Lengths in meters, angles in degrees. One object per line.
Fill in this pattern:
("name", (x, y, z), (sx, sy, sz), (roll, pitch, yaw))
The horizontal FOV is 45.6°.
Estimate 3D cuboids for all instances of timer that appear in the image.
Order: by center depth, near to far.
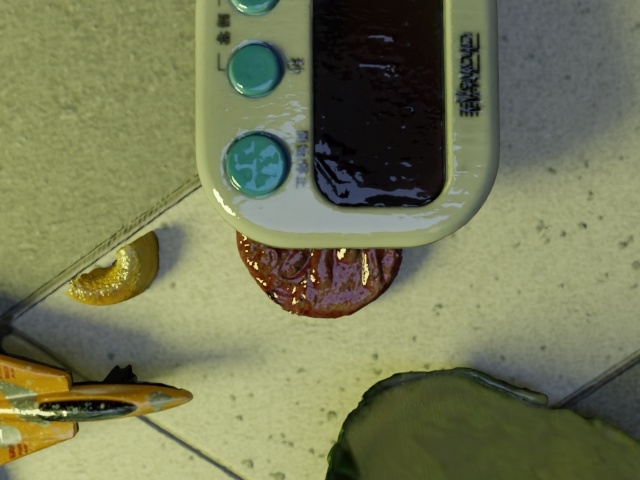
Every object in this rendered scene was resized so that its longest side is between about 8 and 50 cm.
("timer", (0.020, -0.121, 0.612), (0.237, 0.087, 0.262), (0, 88, -2))

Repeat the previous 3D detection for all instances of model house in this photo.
("model house", (0.132, 0.301, 0.666), (0.321, 0.261, 0.266), (15, 120, -3))

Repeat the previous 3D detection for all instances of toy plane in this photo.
("toy plane", (-0.271, 0.138, 0.673), (0.316, 0.103, 0.204), (-5, 103, -8))

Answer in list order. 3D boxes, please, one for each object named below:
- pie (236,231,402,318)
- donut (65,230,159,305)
("pie", (0.000, 0.000, 0.678), (0.154, 0.036, 0.155), (0, 101, 0))
("donut", (-0.187, 0.028, 0.678), (0.083, 0.038, 0.067), (0, 104, -3))
